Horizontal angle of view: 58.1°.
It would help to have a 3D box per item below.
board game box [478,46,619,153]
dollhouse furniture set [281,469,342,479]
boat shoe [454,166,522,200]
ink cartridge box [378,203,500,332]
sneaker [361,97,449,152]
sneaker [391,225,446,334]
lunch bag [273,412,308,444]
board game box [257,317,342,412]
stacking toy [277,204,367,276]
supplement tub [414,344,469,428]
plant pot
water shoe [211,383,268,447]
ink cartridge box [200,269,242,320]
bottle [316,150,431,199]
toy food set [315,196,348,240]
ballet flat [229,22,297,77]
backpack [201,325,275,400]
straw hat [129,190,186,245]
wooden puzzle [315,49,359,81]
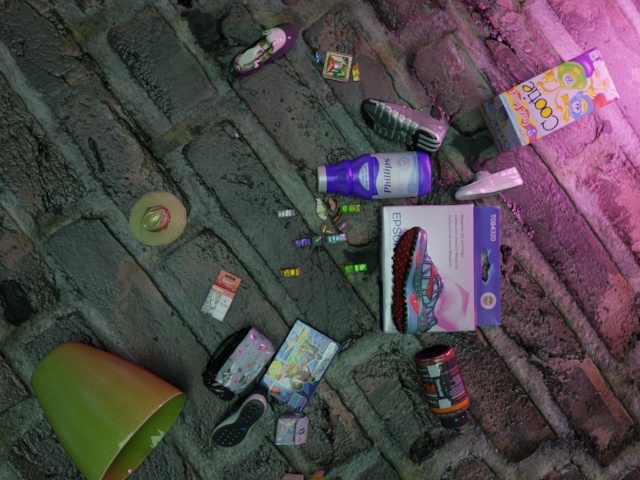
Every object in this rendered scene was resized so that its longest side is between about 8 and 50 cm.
[{"bbox_3d":[0.569,-0.348,1.454,0.275,0.142,0.145,-27,94,-4],"label":"board game box"},{"bbox_3d":[-0.023,0.636,1.494,0.151,0.058,0.076,0,100,14],"label":"dollhouse furniture set"},{"bbox_3d":[0.430,-0.150,1.491,0.184,0.066,0.063,-14,79,-2],"label":"boat shoe"},{"bbox_3d":[0.315,0.071,1.484,0.329,0.071,0.325,-2,92,-4],"label":"ink cartridge box"},{"bbox_3d":[0.224,-0.314,1.467,0.228,0.086,0.132,33,55,15],"label":"sneaker"},{"bbox_3d":[0.244,0.096,1.410,0.125,0.104,0.262,1,97,-21],"label":"sneaker"},{"bbox_3d":[-0.073,0.480,1.470,0.083,0.053,0.071,7,93,-14],"label":"lunch bag"},{"bbox_3d":[-0.053,0.318,1.475,0.136,0.035,0.201,32,89,-5],"label":"board game box"},{"bbox_3d":[0.000,0.000,1.445,0.220,0.052,0.167,-5,93,7],"label":"stacking toy"},{"bbox_3d":[0.317,0.375,1.474,0.105,0.106,0.198,-18,93,-4],"label":"supplement tub"},{"bbox_3d":[-0.517,0.376,1.341,0.293,0.275,0.275,36,88,10],"label":"plant pot"},{"bbox_3d":[-0.195,0.444,1.452,0.073,0.080,0.203,41,113,-9],"label":"water shoe"},{"bbox_3d":[-0.250,0.138,1.454,0.062,0.029,0.115,26,90,-5],"label":"ink cartridge box"},{"bbox_3d":[0.132,-0.161,1.447,0.282,0.092,0.118,-3,93,-5],"label":"bottle"},{"bbox_3d":[0.032,-0.055,1.479,0.077,0.019,0.122,-10,88,-5],"label":"toy food set"},{"bbox_3d":[-0.139,-0.474,1.425,0.203,0.074,0.074,-37,94,-3],"label":"ballet flat"},{"bbox_3d":[-0.200,0.300,1.418,0.115,0.152,0.182,43,76,-10],"label":"backpack"},{"bbox_3d":[-0.406,-0.053,1.419,0.144,0.061,0.145,0,91,-4],"label":"straw hat"},{"bbox_3d":[0.044,-0.445,1.470,0.116,0.014,0.079,3,91,-5],"label":"wooden puzzle"}]
